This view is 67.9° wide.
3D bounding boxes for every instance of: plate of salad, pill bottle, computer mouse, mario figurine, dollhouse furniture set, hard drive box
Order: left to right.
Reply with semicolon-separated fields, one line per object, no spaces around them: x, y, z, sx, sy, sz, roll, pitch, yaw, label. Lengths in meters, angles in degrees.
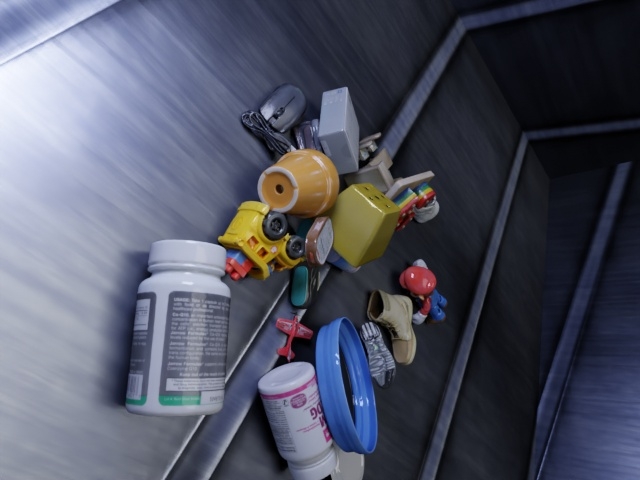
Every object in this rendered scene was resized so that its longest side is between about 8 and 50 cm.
-0.306;0.191;1.053;0.204;0.204;0.360;16;71;-45;pill bottle
-0.110;-0.404;1.481;0.188;0.072;0.272;39;51;-18;computer mouse
-0.055;0.494;1.298;0.160;0.160;0.282;-24;100;-48;pill bottle
0.065;0.043;1.586;0.160;0.087;0.087;30;60;-41;pill bottle
0.067;-0.368;1.600;0.181;0.089;0.232;63;24;-47;hard drive box
0.077;0.689;1.489;0.200;0.048;0.199;31;51;-48;plate of salad
0.224;-0.268;1.776;0.242;0.161;0.212;-49;117;-42;dollhouse furniture set
0.403;0.210;1.935;0.320;0.170;0.198;51;11;-42;mario figurine

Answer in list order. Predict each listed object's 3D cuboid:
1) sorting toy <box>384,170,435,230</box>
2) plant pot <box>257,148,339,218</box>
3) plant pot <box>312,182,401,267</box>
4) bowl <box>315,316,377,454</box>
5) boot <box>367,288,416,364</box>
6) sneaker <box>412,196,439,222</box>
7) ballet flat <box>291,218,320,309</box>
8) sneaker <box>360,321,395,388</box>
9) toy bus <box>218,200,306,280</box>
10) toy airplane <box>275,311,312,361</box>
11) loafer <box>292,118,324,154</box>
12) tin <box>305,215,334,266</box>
0.300;-0.121;1.751;0.257;0.255;0.089;-21;67;-48;sorting toy
-0.076;-0.154;1.356;0.188;0.205;0.205;-27;102;-62;plant pot
0.131;-0.066;1.521;0.212;0.187;0.212;44;27;17;plant pot
0.080;0.426;1.411;0.391;0.077;0.390;-15;90;-77;bowl
0.259;0.316;1.736;0.204;0.095;0.261;21;65;-44;boot
0.441;-0.144;2.001;0.305;0.152;0.114;0;79;-50;sneaker
-0.038;0.074;1.473;0.096;0.095;0.280;17;79;-55;ballet flat
0.202;0.401;1.620;0.132;0.086;0.228;69;6;-59;sneaker
-0.170;0.034;1.299;0.220;0.150;0.211;50;62;-32;toy bus
-0.085;0.287;1.410;0.151;0.028;0.151;13;72;-45;toy airplane
-0.028;-0.242;1.565;0.109;0.095;0.302;-11;95;-79;loafer
0.000;0.000;1.382;0.189;0.040;0.106;-63;144;-54;tin
